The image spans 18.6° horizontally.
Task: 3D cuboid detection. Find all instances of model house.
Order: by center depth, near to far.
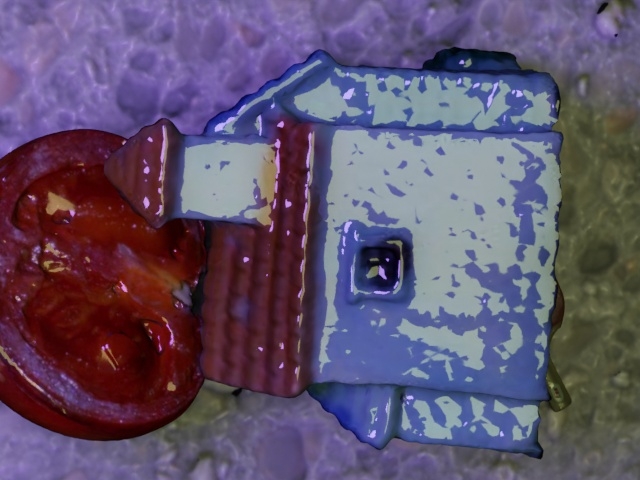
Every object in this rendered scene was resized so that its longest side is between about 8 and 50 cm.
[{"bbox_3d":[0.000,0.000,1.455,0.329,0.252,0.295,2,97,-8],"label":"model house"}]

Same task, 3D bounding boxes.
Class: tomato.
[{"bbox_3d":[-0.193,0.043,1.465,0.200,0.139,0.233,21,58,-31],"label":"tomato"}]

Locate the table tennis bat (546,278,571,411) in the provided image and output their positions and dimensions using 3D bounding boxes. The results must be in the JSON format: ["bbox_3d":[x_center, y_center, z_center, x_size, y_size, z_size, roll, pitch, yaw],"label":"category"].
[{"bbox_3d":[0.168,0.071,1.617,0.087,0.013,0.156,-30,101,-9],"label":"table tennis bat"}]
